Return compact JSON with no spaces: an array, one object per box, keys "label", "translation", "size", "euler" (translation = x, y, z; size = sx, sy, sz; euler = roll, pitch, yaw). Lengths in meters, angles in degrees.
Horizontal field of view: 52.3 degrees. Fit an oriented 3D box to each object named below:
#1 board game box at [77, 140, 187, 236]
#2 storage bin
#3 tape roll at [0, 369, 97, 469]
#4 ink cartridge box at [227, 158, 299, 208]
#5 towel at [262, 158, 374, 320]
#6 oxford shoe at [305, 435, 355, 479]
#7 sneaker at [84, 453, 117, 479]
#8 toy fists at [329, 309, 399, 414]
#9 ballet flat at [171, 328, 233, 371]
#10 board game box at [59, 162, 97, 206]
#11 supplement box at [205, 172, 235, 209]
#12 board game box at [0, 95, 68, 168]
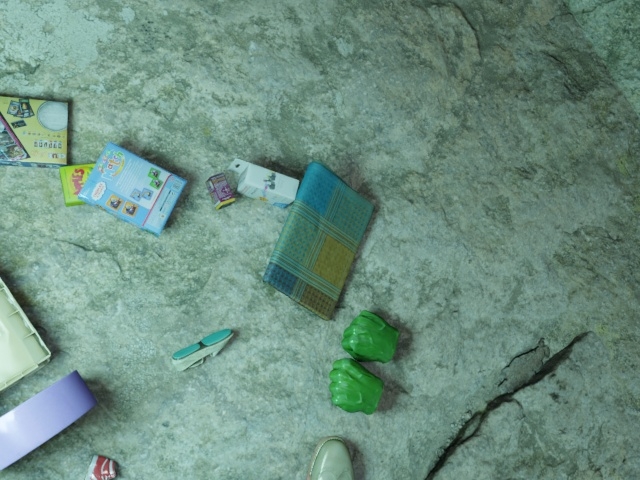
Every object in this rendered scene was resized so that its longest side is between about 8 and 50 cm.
[{"label":"board game box","translation":[-0.463,-0.126,1.612],"size":[0.212,0.039,0.160],"euler":[28,70,-15]},{"label":"storage bin","translation":[-0.772,0.224,1.417],"size":[0.260,0.123,0.262],"euler":[-34,92,-25]},{"label":"tape roll","translation":[-0.612,0.384,1.362],"size":[0.275,0.275,0.090],"euler":[-33,93,-24]},{"label":"ink cartridge box","translation":[-0.161,-0.151,1.751],"size":[0.181,0.104,0.061],"euler":[18,73,-16]},{"label":"towel","translation":[0.000,0.000,1.768],"size":[0.271,0.040,0.370],"euler":[37,67,-37]},{"label":"oxford shoe","translation":[0.047,0.697,1.629],"size":[0.141,0.146,0.396],"euler":[4,77,-21]},{"label":"sneaker","translation":[-0.509,0.558,1.494],"size":[0.067,0.042,0.118],"euler":[19,70,-14]},{"label":"toy fists","translation":[0.106,0.326,1.764],"size":[0.142,0.096,0.279],"euler":[31,67,-24]},{"label":"ballet flat","translation":[-0.294,0.278,1.643],"size":[0.168,0.057,0.052],"euler":[-23,116,-21]},{"label":"board game box","translation":[-0.549,-0.144,1.627],"size":[0.181,0.043,0.092],"euler":[-10,83,-23]},{"label":"supplement box","translation":[-0.267,-0.131,1.732],"size":[0.043,0.055,0.083],"euler":[-23,88,-26]},{"label":"board game box","translation":[-0.742,-0.263,1.576],"size":[0.243,0.042,0.165],"euler":[2,78,-22]}]
